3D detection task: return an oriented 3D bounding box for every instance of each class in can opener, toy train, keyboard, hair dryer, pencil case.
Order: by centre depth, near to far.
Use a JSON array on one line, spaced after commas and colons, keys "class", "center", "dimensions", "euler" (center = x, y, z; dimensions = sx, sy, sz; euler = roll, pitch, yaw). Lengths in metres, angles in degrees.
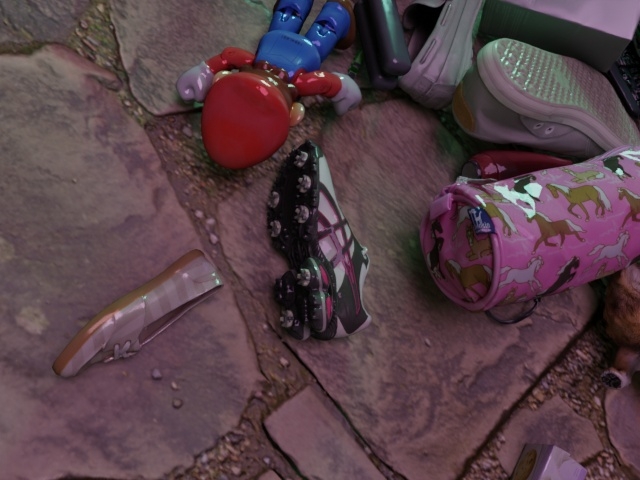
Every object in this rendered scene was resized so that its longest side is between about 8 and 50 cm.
[{"class": "pencil case", "center": [0.335, -0.027, 0.815], "dimensions": [0.386, 0.167, 0.160], "euler": [-13, 38, -22]}, {"class": "hair dryer", "center": [0.296, -0.037, 0.925], "dimensions": [0.223, 0.080, 0.293], "euler": [47, 73, -12]}, {"class": "toy train", "center": [0.056, -0.276, 0.934], "dimensions": [0.017, 0.024, 0.083], "euler": [28, 67, -8]}, {"class": "can opener", "center": [0.107, -0.364, 0.937], "dimensions": [0.095, 0.076, 0.283], "euler": [3, 65, -27]}, {"class": "keyboard", "center": [0.551, -0.364, 1.092], "dimensions": [0.201, 0.033, 0.317], "euler": [-12, 75, -44]}]

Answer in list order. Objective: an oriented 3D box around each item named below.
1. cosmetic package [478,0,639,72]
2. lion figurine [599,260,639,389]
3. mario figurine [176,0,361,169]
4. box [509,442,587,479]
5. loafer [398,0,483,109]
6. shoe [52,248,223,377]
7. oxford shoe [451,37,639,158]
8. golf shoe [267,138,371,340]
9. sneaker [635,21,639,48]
[{"class": "cosmetic package", "center": [0.394, -0.379, 0.978], "dimensions": [0.238, 0.127, 0.107], "euler": [20, 85, 8]}, {"class": "lion figurine", "center": [0.555, 0.204, 0.872], "dimensions": [0.240, 0.142, 0.392], "euler": [-31, 85, -47]}, {"class": "mario figurine", "center": [-0.069, -0.218, 0.843], "dimensions": [0.170, 0.198, 0.320], "euler": [58, 48, -40]}, {"class": "box", "center": [0.241, 0.414, 0.752], "dimensions": [0.063, 0.067, 0.324], "euler": [38, 66, -3]}, {"class": "loafer", "center": [0.193, -0.369, 0.962], "dimensions": [0.111, 0.112, 0.319], "euler": [19, 68, -21]}, {"class": "shoe", "center": [-0.210, 0.093, 0.699], "dimensions": [0.219, 0.076, 0.058], "euler": [-39, 83, -27]}, {"class": "oxford shoe", "center": [0.377, -0.205, 0.958], "dimensions": [0.449, 0.130, 0.169], "euler": [4, 61, -36]}, {"class": "golf shoe", "center": [0.000, 0.000, 0.802], "dimensions": [0.120, 0.105, 0.272], "euler": [8, 71, -38]}, {"class": "sneaker", "center": [0.609, -0.417, 1.084], "dimensions": [0.134, 0.146, 0.343], "euler": [-18, 56, 19]}]
